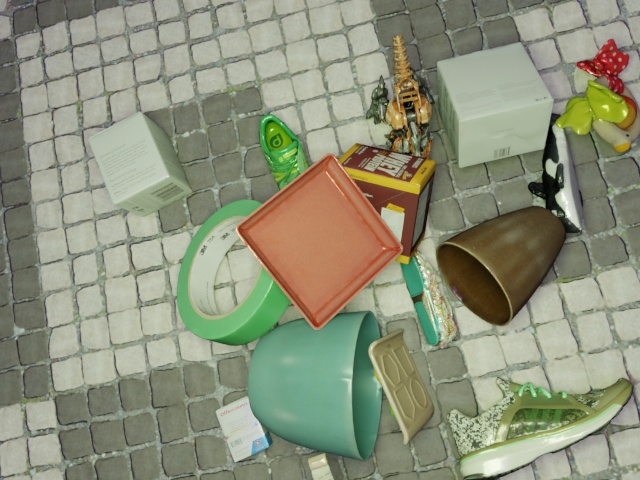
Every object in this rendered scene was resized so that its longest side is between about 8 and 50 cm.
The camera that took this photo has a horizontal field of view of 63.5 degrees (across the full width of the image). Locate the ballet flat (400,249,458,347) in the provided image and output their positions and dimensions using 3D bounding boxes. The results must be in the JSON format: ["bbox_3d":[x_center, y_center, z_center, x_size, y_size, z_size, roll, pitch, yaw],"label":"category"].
[{"bbox_3d":[0.249,0.124,1.183,0.077,0.091,0.241,-13,82,-26],"label":"ballet flat"}]

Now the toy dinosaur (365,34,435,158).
[{"bbox_3d":[0.204,-0.288,1.169,0.164,0.219,0.322,7,124,-7],"label":"toy dinosaur"}]

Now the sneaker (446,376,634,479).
[{"bbox_3d":[0.450,0.354,1.089,0.409,0.158,0.182,-23,61,-2],"label":"sneaker"}]

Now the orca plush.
[{"bbox_3d":[0.515,-0.148,1.176,0.102,0.151,0.288,-15,81,36],"label":"orca plush"}]

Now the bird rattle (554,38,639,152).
[{"bbox_3d":[0.649,-0.312,1.178,0.207,0.143,0.254,45,52,-12],"label":"bird rattle"}]

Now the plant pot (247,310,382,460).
[{"bbox_3d":[-0.011,0.291,1.084,0.234,0.293,0.294,-1,80,18],"label":"plant pot"}]

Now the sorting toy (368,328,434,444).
[{"bbox_3d":[0.170,0.304,1.104,0.038,0.193,0.209,-24,79,26],"label":"sorting toy"}]

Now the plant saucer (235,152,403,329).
[{"bbox_3d":[0.000,0.000,1.043,0.259,0.047,0.259,-41,98,-18],"label":"plant saucer"}]

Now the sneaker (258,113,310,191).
[{"bbox_3d":[-0.075,-0.172,1.240,0.109,0.123,0.296,-31,79,1],"label":"sneaker"}]

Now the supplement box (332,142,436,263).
[{"bbox_3d":[0.133,-0.084,1.133,0.191,0.129,0.194,16,126,20],"label":"supplement box"}]

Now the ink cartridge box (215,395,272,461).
[{"bbox_3d":[-0.175,0.428,1.190,0.088,0.052,0.123,-25,80,2],"label":"ink cartridge box"}]

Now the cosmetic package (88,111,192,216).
[{"bbox_3d":[-0.439,-0.182,1.273,0.151,0.151,0.184,-27,78,3],"label":"cosmetic package"}]

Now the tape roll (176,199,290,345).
[{"bbox_3d":[-0.189,0.069,1.158,0.321,0.077,0.322,-18,59,32],"label":"tape roll"}]

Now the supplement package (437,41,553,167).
[{"bbox_3d":[0.378,-0.302,1.157,0.194,0.149,0.203,-11,54,6],"label":"supplement package"}]

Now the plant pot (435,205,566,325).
[{"bbox_3d":[0.409,0.030,1.119,0.230,0.215,0.215,-35,78,-13],"label":"plant pot"}]

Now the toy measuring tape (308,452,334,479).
[{"bbox_3d":[0.041,0.552,1.081,0.121,0.121,0.331,-18,107,4],"label":"toy measuring tape"}]
